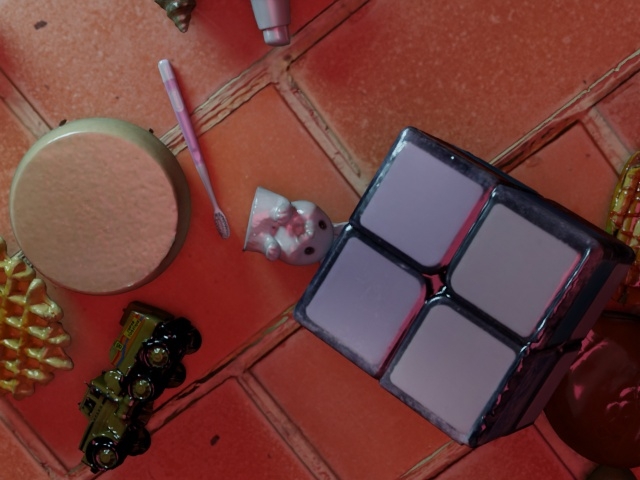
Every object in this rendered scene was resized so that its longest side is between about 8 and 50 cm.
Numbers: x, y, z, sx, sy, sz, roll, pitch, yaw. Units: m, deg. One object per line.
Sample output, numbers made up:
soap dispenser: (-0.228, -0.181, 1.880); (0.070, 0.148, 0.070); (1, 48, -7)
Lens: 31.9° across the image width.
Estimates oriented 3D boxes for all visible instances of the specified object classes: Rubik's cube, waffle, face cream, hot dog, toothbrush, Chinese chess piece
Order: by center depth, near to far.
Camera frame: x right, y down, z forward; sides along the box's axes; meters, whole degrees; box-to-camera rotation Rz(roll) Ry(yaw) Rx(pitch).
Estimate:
Rubik's cube: (0.203, 0.063, 1.539); (0.313, 0.318, 0.316); (34, 99, 21)
face cream: (-0.083, -0.401, 1.597); (0.101, 0.101, 0.251); (-10, 101, 1)
Chinese chess piece: (-0.325, -0.050, 1.665); (0.273, 0.102, 0.273); (0, 103, 0)
hot dog: (0.475, -0.027, 1.680); (0.076, 0.104, 0.250); (-3, 109, -42)
toothbrush: (-0.189, -0.135, 1.689); (0.020, 0.025, 0.286); (-19, 100, 3)
waffle: (-0.498, 0.125, 1.697); (0.250, 0.056, 0.261); (-21, 102, 21)

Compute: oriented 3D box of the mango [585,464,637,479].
mango: (0.472, 0.472, 1.787); (0.137, 0.091, 0.237); (-27, 94, -1)

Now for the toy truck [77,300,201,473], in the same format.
toy truck: (-0.294, 0.226, 1.714); (0.127, 0.127, 0.257); (26, 101, 9)

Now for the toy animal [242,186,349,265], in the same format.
toy animal: (-0.003, 0.001, 1.670); (0.221, 0.131, 0.103); (18, 86, -7)

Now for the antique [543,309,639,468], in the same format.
antique: (0.444, 0.219, 1.714); (0.278, 0.129, 0.223); (42, 98, -8)

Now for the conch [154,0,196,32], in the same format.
conch: (-0.197, -0.416, 1.592); (0.137, 0.114, 0.233); (11, 95, -17)
